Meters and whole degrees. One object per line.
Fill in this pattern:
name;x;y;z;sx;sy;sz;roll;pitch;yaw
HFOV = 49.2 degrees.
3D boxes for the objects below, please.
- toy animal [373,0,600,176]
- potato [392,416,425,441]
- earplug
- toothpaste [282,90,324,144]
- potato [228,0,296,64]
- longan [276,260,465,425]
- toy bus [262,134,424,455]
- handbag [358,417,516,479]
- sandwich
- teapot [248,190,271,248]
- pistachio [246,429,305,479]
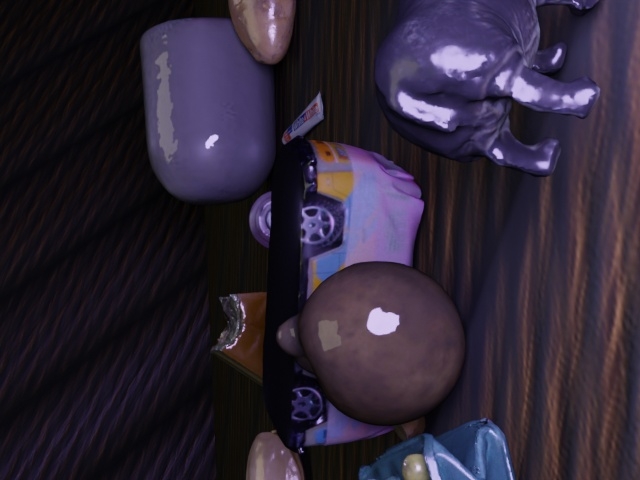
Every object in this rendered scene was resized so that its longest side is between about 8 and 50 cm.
toy animal;0.121;-0.190;0.557;0.106;0.168;0.343;105;170;-49
potato;0.112;0.223;0.839;0.036;0.037;0.093;61;171;19
earplug;-0.251;-0.282;1.632;0.312;0.313;0.394;161;105;-74
toothpaste;-0.032;-0.226;1.350;0.218;0.033;0.052;154;110;-68
potato;-0.126;-0.486;1.463;0.161;0.128;0.234;13;101;53
longan;0.052;0.111;0.750;0.159;0.204;0.185;-61;-30;-60
toy bus;0.026;0.063;0.899;0.171;0.162;0.386;-137;48;-66
handbag;0.116;0.337;0.707;0.268;0.100;0.274;121;146;-60
sandwich;-0.100;0.211;1.290;0.155;0.198;0.227;150;118;-72
teapot;-0.087;-0.056;1.403;0.146;0.116;0.148;-168;73;-85
pistachio;-0.082;0.487;1.416;0.145;0.117;0.200;-11;69;36
